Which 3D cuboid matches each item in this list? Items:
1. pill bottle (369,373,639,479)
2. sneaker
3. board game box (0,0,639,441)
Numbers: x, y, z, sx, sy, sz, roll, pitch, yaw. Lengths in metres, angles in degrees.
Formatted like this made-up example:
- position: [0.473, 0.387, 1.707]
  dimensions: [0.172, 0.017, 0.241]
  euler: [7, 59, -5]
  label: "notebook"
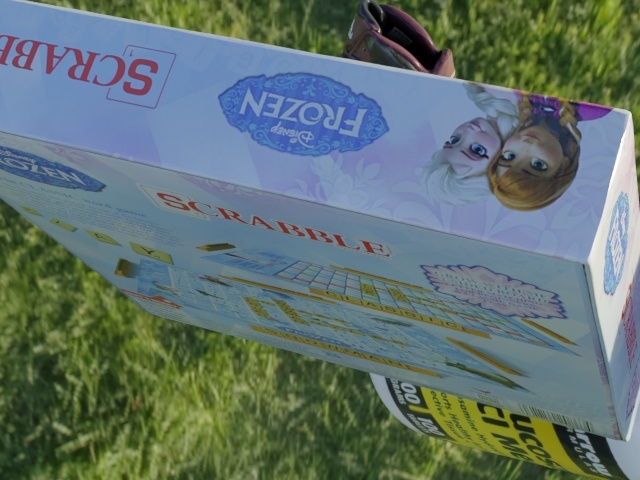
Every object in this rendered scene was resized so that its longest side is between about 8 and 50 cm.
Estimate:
- position: [0.203, 0.075, 0.907]
  dimensions: [0.334, 0.188, 0.188]
  euler: [5, 52, 51]
  label: "pill bottle"
- position: [0.019, -0.189, 1.336]
  dimensions: [0.281, 0.162, 0.106]
  euler: [10, 48, 19]
  label: "sneaker"
- position: [0.000, 0.000, 0.644]
  dimensions: [0.319, 0.318, 0.065]
  euler: [13, 74, 19]
  label: "board game box"
